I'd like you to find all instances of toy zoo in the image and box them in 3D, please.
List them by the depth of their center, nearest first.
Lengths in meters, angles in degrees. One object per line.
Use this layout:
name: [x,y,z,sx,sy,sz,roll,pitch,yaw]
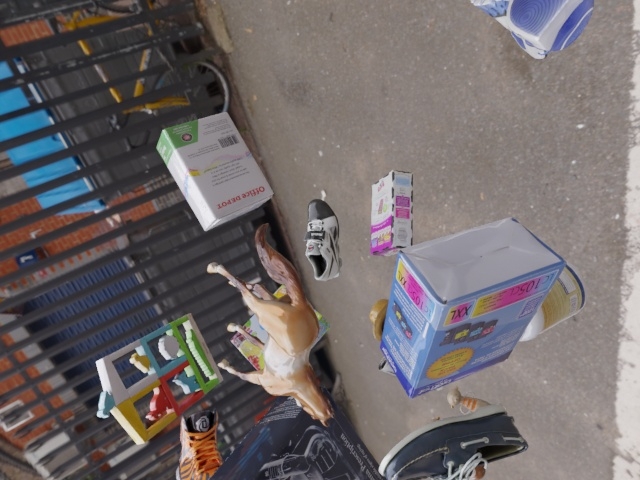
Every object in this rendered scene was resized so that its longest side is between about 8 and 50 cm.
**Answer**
toy zoo: [-0.358,0.302,0.930,0.030,0.293,0.192,-26,91,30]

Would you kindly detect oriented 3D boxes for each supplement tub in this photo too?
supplement tub: [0.696,0.199,1.414,0.228,0.316,0.228,52,153,40]

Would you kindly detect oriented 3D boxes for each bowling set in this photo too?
bowling set: [0.382,0.573,1.188,0.154,0.287,0.200,17,175,15]

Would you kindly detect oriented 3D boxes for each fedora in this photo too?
fedora: [0.233,0.260,1.477,0.079,0.194,0.194,31,144,41]

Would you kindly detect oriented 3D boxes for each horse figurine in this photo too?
horse figurine: [-0.058,0.117,0.523,0.174,0.066,0.263,22,124,26]

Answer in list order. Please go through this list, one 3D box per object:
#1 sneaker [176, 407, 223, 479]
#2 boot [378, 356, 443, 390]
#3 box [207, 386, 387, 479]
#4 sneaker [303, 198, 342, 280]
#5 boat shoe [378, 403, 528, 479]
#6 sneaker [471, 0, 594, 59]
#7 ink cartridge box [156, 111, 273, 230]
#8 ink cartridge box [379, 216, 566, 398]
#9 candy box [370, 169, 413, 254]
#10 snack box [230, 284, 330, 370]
sneaker: [-0.281,0.505,0.988,0.321,0.125,0.180,-9,81,59]
boot: [0.334,0.472,1.523,0.209,0.076,0.189,31,140,0]
box: [-0.033,0.546,0.857,0.179,0.312,0.343,-30,97,43]
sneaker: [0.000,0.000,1.652,0.122,0.146,0.330,-11,93,32]
boat shoe: [0.207,0.323,0.635,0.079,0.255,0.095,55,136,44]
sneaker: [0.422,-0.421,0.781,0.127,0.182,0.315,-52,26,30]
ink cartridge box: [-0.295,-0.194,1.184,0.117,0.201,0.278,-29,91,55]
ink cartridge box: [0.285,0.167,0.880,0.395,0.270,0.151,91,157,-45]
candy box: [0.216,-0.077,1.282,0.159,0.071,0.233,151,123,-71]
snack box: [-0.106,0.244,1.104,0.174,0.207,0.070,31,161,40]
